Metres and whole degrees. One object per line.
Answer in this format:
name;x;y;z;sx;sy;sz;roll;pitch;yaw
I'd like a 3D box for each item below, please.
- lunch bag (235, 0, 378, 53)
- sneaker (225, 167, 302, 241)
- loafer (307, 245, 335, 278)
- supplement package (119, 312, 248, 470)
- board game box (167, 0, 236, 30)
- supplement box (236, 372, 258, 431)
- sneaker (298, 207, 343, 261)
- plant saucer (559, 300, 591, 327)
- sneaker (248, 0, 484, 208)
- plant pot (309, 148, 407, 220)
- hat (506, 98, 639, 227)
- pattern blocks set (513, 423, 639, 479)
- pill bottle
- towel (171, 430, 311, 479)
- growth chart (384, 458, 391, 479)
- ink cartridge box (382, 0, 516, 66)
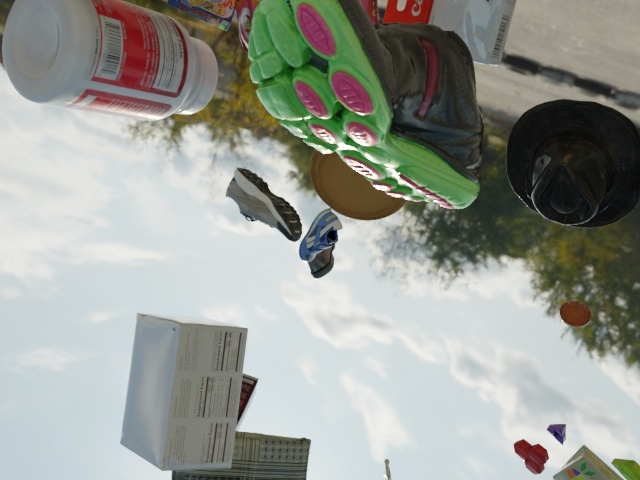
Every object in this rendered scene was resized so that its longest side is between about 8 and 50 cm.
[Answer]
lunch bag;-0.029;-0.508;1.530;0.293;0.258;0.120;-13;-156;-18
sneaker;-0.155;-0.084;2.069;0.271;0.108;0.100;43;-161;20
loafer;-0.013;0.019;2.153;0.084;0.096;0.267;54;-173;-19
supplement package;-0.263;0.280;1.431;0.145;0.262;0.204;10;175;-36
board game box;-0.231;-0.562;1.599;0.136;0.201;0.035;20;158;-19
supplement box;-0.281;0.489;2.203;0.130;0.073;0.239;18;-144;6
sneaker;0.000;0.000;1.594;0.059;0.144;0.053;42;-141;17
plant saucer;0.688;0.200;2.031;0.083;0.083;0.013;24;148;23
sneaker;0.077;-0.199;0.946;0.185;0.202;0.483;11;169;32
plant pot;0.090;-0.144;1.676;0.236;0.236;0.032;19;153;-1
hat;0.527;-0.132;1.611;0.331;0.331;0.134;23;-133;19
pattern blocks set;0.559;0.505;1.502;0.026;0.285;0.325;-31;-103;-33
pill bottle;-0.406;-0.367;1.531;0.229;0.229;0.407;26;-166;30
towel;-0.199;0.611;1.797;0.324;0.312;0.056;6;-177;-10
growth chart;0.179;0.647;1.843;0.021;0.172;0.237;-10;176;1
ink cartridge box;0.327;-0.649;1.981;0.385;0.308;0.091;22;-162;32
